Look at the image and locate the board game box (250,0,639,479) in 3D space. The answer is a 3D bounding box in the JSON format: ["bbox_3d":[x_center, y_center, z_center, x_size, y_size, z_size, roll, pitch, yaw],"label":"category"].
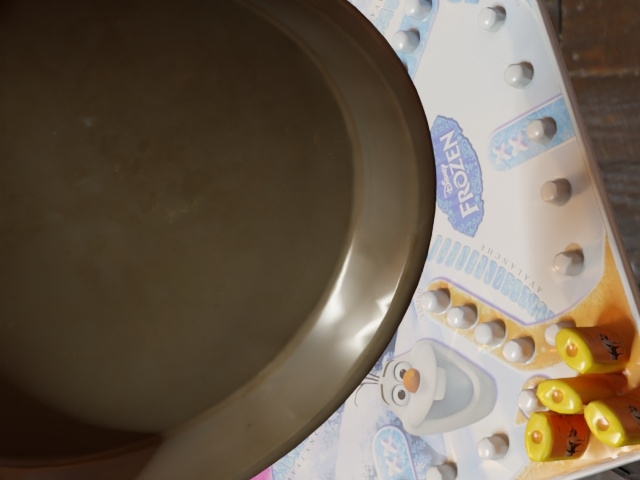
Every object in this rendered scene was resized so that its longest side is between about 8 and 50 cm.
[{"bbox_3d":[0.000,0.000,0.808,0.390,0.050,0.390,-28,68,37],"label":"board game box"}]

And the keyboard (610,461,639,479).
[{"bbox_3d":[0.173,0.128,0.911,0.180,0.108,0.023,31,74,2],"label":"keyboard"}]

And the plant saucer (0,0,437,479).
[{"bbox_3d":[-0.085,0.007,0.483,0.278,0.278,0.041,-40,41,4],"label":"plant saucer"}]

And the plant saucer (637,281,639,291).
[{"bbox_3d":[0.255,0.025,0.843,0.018,0.067,0.192,11,39,38],"label":"plant saucer"}]
